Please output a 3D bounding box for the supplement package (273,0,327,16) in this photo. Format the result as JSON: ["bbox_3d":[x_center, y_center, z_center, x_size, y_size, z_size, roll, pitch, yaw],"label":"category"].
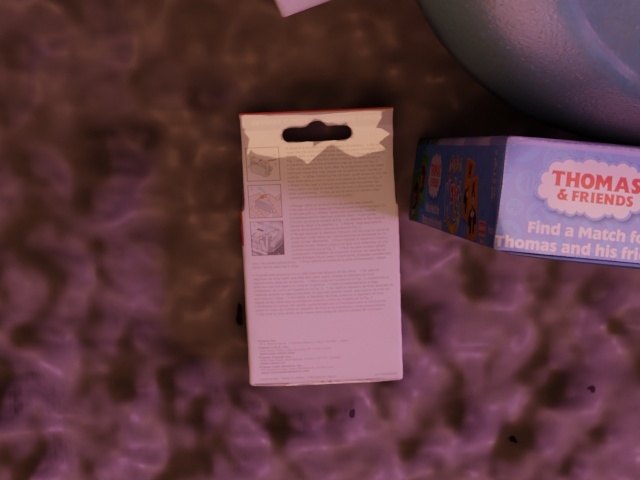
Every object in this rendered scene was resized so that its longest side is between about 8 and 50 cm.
[{"bbox_3d":[-0.001,-0.182,0.569,0.105,0.105,0.179,-20,136,5],"label":"supplement package"}]

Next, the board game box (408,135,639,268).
[{"bbox_3d":[0.122,-0.011,0.614,0.160,0.211,0.039,6,94,-4],"label":"board game box"}]

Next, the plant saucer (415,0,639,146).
[{"bbox_3d":[0.171,-0.153,0.573,0.318,0.043,0.317,-16,134,-17],"label":"plant saucer"}]

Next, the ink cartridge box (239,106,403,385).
[{"bbox_3d":[0.000,0.000,0.712,0.063,0.029,0.115,-2,110,-1],"label":"ink cartridge box"}]
